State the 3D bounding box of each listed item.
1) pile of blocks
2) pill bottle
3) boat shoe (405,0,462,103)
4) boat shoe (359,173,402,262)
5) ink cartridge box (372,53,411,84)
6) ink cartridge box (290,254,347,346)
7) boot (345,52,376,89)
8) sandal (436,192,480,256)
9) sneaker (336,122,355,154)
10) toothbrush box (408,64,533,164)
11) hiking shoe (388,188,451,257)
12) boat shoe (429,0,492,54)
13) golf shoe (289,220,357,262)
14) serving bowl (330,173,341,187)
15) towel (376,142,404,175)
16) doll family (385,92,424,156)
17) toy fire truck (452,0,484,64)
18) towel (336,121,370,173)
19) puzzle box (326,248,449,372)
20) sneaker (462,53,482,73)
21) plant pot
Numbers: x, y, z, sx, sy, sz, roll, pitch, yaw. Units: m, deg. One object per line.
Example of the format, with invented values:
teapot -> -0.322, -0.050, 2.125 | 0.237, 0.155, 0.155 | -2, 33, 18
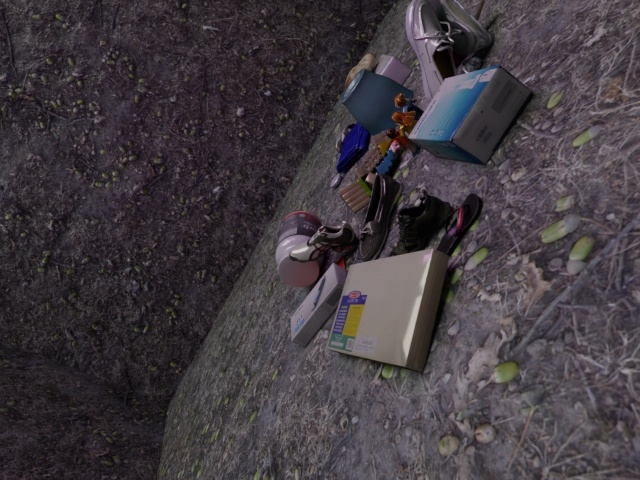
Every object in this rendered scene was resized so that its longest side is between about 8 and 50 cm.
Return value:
pile of blocks -> 0.212, -0.261, 1.604 | 0.362, 0.149, 0.112 | -59, -12, -4
pill bottle -> -0.089, 0.035, 1.796 | 0.210, 0.210, 0.362 | -52, 18, 25
boat shoe -> 0.401, -0.652, 1.366 | 0.156, 0.136, 0.366 | 6, 111, 68
boat shoe -> 0.183, -0.081, 1.386 | 0.112, 0.096, 0.335 | -28, 35, 61
ink cartridge box -> 0.349, -0.877, 2.207 | 0.226, 0.131, 0.306 | -54, 18, 21
ink cartridge box -> -0.009, 0.207, 1.517 | 0.296, 0.066, 0.261 | -54, 18, 20
boot -> 0.209, -0.899, 2.281 | 0.262, 0.095, 0.203 | -37, 29, 48
sandal -> 0.327, -0.039, 0.980 | 0.179, 0.040, 0.067 | -59, 16, 2
sneaker -> 0.159, -0.616, 2.415 | 0.106, 0.078, 0.234 | -40, 23, 55
toothbrush box -> 0.401, -0.346, 1.140 | 0.216, 0.126, 0.295 | -59, 17, 8
hiking shoe -> 0.241, -0.035, 1.097 | 0.226, 0.114, 0.086 | -54, 17, 21
boat shoe -> 0.472, -0.775, 1.430 | 0.320, 0.103, 0.118 | 60, 157, 29
golf shoe -> 0.000, 0.000, 1.540 | 0.273, 0.120, 0.105 | -16, 36, 11
serving bowl -> 0.090, -0.321, 2.200 | 0.083, 0.027, 0.083 | -53, 17, 25
towel -> 0.286, -0.361, 1.683 | 0.197, 0.029, 0.144 | -53, 17, 23
doll family -> 0.327, -0.447, 1.466 | 0.118, 0.163, 0.262 | -37, 28, 54
toy fire truck -> 0.528, -0.794, 1.557 | 0.247, 0.158, 0.216 | -25, 39, 30
towel -> 0.176, -0.526, 2.196 | 0.228, 0.076, 0.308 | -39, 25, 42
puzzle box -> 0.154, 0.176, 1.057 | 0.409, 0.052, 0.271 | -20, 50, 65
sneaker -> 0.514, -0.590, 1.363 | 0.058, 0.052, 0.135 | -40, 26, 40
plant pot -> 0.247, -0.655, 1.903 | 0.271, 0.255, 0.271 | -53, 18, 25
